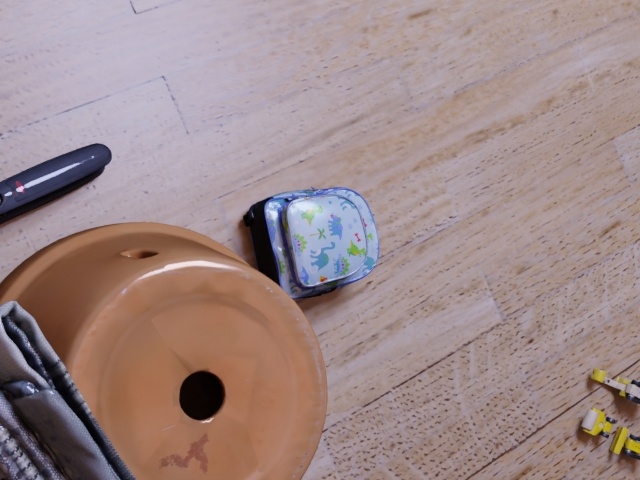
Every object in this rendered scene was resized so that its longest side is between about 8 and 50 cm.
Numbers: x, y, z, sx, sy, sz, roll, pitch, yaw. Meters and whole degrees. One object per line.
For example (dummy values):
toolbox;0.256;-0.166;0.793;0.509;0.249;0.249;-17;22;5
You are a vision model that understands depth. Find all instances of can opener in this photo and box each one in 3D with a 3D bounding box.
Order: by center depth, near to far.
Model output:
can opener;-0.257;-0.038;0.778;0.186;0.059;0.073;-26;96;-26

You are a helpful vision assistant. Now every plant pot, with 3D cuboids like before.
plant pot;-0.125;0.119;0.747;0.290;0.203;0.291;4;82;-27

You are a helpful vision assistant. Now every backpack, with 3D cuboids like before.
backpack;0.000;0.000;0.889;0.114;0.084;0.105;-14;93;-30

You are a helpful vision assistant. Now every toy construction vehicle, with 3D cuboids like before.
toy construction vehicle;0.339;0.198;1.069;0.098;0.035;0.086;22;86;-20

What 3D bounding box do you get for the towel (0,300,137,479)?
towel;-0.242;0.225;0.639;0.312;0.324;0.056;59;25;-9
